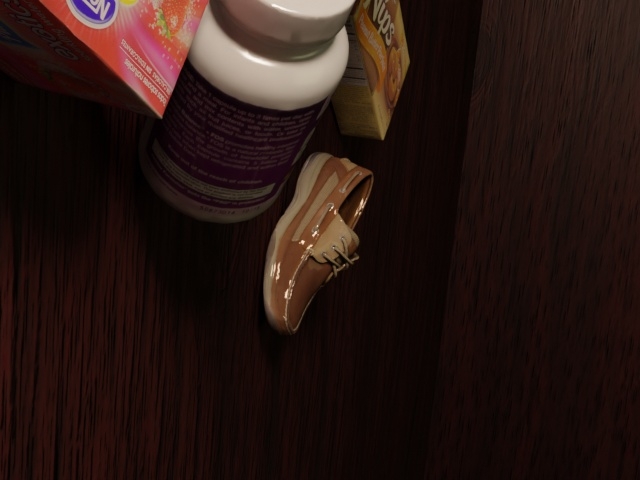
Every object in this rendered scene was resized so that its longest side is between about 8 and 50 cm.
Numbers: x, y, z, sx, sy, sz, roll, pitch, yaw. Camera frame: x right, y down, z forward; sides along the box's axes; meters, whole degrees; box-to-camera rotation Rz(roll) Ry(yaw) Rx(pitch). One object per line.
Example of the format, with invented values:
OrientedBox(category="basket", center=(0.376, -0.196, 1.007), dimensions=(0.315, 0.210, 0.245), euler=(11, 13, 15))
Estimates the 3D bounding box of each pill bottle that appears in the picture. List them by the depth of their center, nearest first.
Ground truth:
OrientedBox(category="pill bottle", center=(-0.071, -0.161, 0.962), dimensions=(0.301, 0.169, 0.169), euler=(-57, -173, 53))

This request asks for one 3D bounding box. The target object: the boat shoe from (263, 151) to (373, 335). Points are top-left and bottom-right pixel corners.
OrientedBox(category="boat shoe", center=(0.000, 0.000, 1.521), dimensions=(0.123, 0.116, 0.324), euler=(69, 35, -57))

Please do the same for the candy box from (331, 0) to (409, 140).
OrientedBox(category="candy box", center=(0.069, -0.332, 1.611), dimensions=(0.316, 0.087, 0.183), euler=(68, 36, -57))

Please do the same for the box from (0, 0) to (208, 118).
OrientedBox(category="box", center=(-0.210, -0.221, 0.700), dimensions=(0.300, 0.154, 0.142), euler=(49, 59, -68))
